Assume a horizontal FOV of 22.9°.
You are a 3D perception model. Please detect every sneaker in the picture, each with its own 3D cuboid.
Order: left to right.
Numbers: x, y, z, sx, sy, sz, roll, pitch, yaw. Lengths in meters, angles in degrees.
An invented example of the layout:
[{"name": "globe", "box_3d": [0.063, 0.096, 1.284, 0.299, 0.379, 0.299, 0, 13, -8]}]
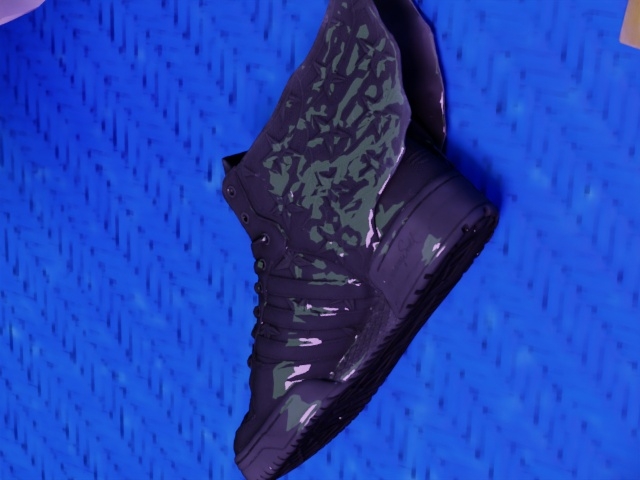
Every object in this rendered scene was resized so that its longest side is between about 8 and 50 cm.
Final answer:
[{"name": "sneaker", "box_3d": [-0.001, 0.001, 0.538, 0.089, 0.051, 0.170, 45, 122, 15]}]

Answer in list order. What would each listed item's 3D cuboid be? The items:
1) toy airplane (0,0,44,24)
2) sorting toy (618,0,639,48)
[{"name": "toy airplane", "box_3d": [-0.229, -0.156, 0.547, 0.384, 0.272, 0.386, -134, 30, -64]}, {"name": "sorting toy", "box_3d": [0.039, -0.156, 0.454, 0.274, 0.046, 0.132, 45, 127, 15]}]
